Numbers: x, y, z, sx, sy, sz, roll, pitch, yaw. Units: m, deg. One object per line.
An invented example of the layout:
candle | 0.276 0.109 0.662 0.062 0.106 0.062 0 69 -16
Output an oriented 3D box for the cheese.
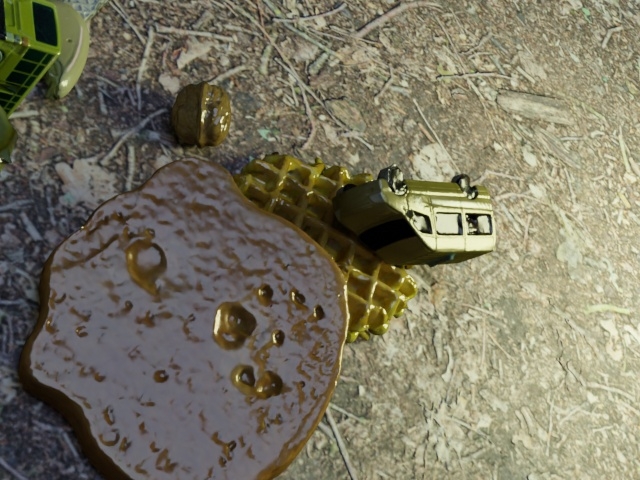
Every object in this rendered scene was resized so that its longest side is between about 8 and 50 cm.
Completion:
cheese | -0.335 -0.287 1.333 0.127 0.050 0.235 37 47 -9

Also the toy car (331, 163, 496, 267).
toy car | 0.134 -0.026 1.392 0.257 0.101 0.124 0 73 -46

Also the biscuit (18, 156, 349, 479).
biscuit | -0.146 0.109 1.173 0.365 0.062 0.385 41 57 -5

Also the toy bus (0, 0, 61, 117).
toy bus | -0.377 -0.206 1.165 0.101 0.175 0.088 10 56 -40

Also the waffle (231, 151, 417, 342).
waffle | 0.009 -0.001 1.391 0.329 0.062 0.329 18 52 -25

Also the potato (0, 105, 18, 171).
potato | -0.476 -0.072 1.007 0.330 0.212 0.280 44 26 9

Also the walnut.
walnut | -0.160 -0.170 1.368 0.079 0.082 0.096 4 56 -2
